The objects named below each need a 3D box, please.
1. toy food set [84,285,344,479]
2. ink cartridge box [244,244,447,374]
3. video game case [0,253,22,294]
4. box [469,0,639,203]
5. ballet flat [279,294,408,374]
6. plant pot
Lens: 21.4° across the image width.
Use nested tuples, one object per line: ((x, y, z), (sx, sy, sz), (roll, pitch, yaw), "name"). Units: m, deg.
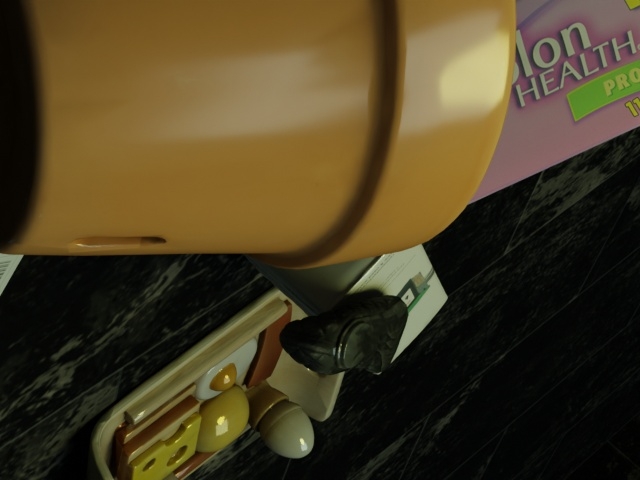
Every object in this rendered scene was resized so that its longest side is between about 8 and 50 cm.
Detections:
((-0.091, 0.181, 1.524), (0.306, 0.092, 0.219), (-36, 157, -32), "toy food set")
((0.000, 0.000, 1.283), (0.092, 0.160, 0.219), (-47, 161, -4), "ink cartridge box")
((-0.285, 0.078, 1.034), (0.201, 0.023, 0.183), (-56, 159, 22), "video game case")
((0.166, -0.161, 1.132), (0.213, 0.117, 0.243), (-25, -159, 24), "box")
((0.023, 0.061, 1.165), (0.173, 0.049, 0.057), (6, 100, -71), "ballet flat")
((-0.078, -0.114, 0.780), (0.203, 0.291, 0.291), (-15, 145, -29), "plant pot")
